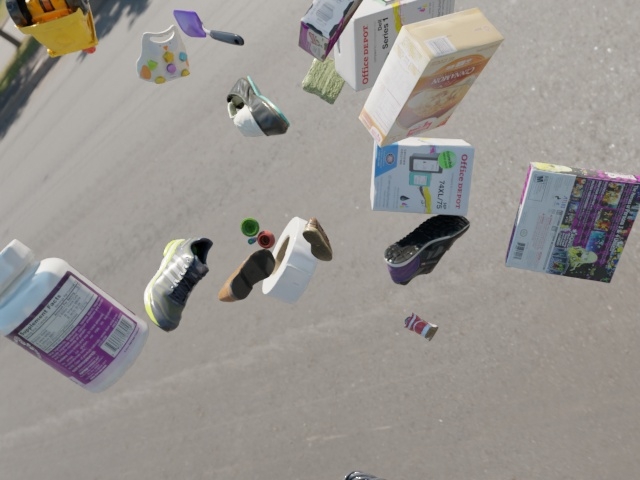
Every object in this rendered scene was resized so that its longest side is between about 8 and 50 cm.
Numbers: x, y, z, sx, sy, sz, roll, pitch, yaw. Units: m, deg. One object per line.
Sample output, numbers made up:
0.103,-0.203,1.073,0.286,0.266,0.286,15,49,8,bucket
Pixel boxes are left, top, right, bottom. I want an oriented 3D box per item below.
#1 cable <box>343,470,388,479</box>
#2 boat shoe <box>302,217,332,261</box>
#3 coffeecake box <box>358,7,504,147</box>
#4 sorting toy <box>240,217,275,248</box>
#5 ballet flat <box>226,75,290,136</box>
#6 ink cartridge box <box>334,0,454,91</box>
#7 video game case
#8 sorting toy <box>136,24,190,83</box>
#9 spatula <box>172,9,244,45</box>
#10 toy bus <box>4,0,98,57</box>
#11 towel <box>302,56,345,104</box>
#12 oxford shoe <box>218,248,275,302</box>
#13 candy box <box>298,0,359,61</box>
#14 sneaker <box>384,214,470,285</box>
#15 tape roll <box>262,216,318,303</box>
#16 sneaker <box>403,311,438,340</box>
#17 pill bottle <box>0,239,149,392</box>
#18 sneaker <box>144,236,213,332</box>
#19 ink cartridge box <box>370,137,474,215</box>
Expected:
0.075,0.468,0.903,0.151,0.047,0.184,-30,69,27,cable
0.000,0.000,1.646,0.064,0.178,0.060,1,57,21,boat shoe
0.156,-0.235,0.826,0.068,0.142,0.185,58,152,17,coffeecake box
-0.163,-0.018,1.460,0.061,0.102,0.042,-47,1,17,sorting toy
-0.150,-0.285,1.262,0.096,0.095,0.280,-37,36,2,ballet flat
0.181,-0.518,1.398,0.278,0.201,0.117,-21,50,-13,ink cartridge box
0.498,-0.033,1.111,0.210,0.232,0.042,9,33,11,video game case
-0.234,-0.281,0.836,0.083,0.075,0.045,-27,53,-24,sorting toy
-0.291,-0.550,1.471,0.030,0.084,0.296,-42,50,-17,spatula
-0.572,-0.518,1.236,0.150,0.211,0.220,-17,76,0,toy bus
0.016,-0.449,1.549,0.027,0.110,0.148,-48,18,60,towel
-0.187,0.085,1.406,0.076,0.076,0.212,-23,12,36,oxford shoe
0.046,-0.499,1.144,0.233,0.071,0.159,-58,5,0,candy box
0.314,0.027,1.636,0.283,0.124,0.107,-29,39,-13,sneaker
-0.093,0.068,1.883,0.286,0.100,0.286,-57,17,28,tape roll
0.236,0.203,1.318,0.067,0.118,0.042,29,87,24,sneaker
-0.490,0.140,1.052,0.169,0.301,0.169,-37,24,19,pill bottle
-0.358,0.097,1.437,0.121,0.111,0.299,-23,43,27,sneaker
0.288,-0.194,1.633,0.197,0.270,0.198,-77,-10,-74,ink cartridge box
